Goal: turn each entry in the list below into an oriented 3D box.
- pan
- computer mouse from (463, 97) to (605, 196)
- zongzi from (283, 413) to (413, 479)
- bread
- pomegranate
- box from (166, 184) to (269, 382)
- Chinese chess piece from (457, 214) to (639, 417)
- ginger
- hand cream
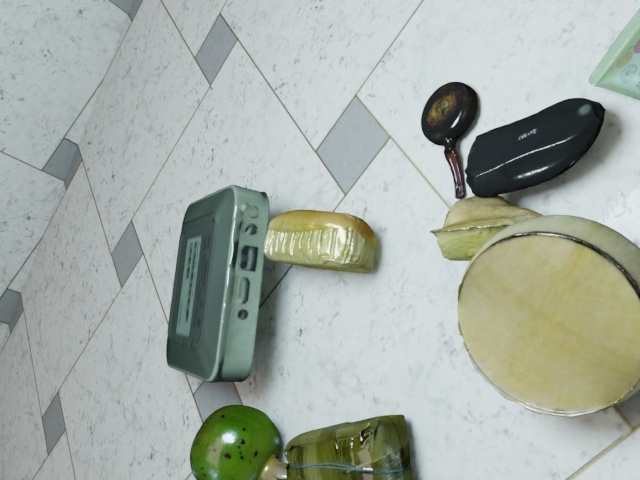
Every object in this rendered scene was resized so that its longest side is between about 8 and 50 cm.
[{"bbox_3d":[0.218,-0.172,1.083,0.115,0.040,0.211,-21,65,49],"label":"pan"},{"bbox_3d":[0.312,-0.131,0.932,0.217,0.073,0.122,-19,36,35],"label":"computer mouse"},{"bbox_3d":[0.053,0.443,1.051,0.251,0.125,0.274,-26,68,40],"label":"zongzi"},{"bbox_3d":[0.000,0.000,1.201,0.237,0.140,0.106,4,81,46],"label":"bread"},{"bbox_3d":[-0.140,0.423,1.238,0.225,0.187,0.186,21,97,23],"label":"pomegranate"},{"bbox_3d":[-0.235,0.096,1.392,0.397,0.111,0.395,-11,72,63],"label":"box"},{"bbox_3d":[0.303,0.094,0.816,0.257,0.104,0.257,10,107,35],"label":"Chinese chess piece"},{"bbox_3d":[0.275,-0.026,0.949,0.193,0.115,0.122,-2,46,26],"label":"ginger"},{"bbox_3d":[0.478,-0.196,0.770,0.147,0.093,0.305,-58,44,20],"label":"hand cream"}]
